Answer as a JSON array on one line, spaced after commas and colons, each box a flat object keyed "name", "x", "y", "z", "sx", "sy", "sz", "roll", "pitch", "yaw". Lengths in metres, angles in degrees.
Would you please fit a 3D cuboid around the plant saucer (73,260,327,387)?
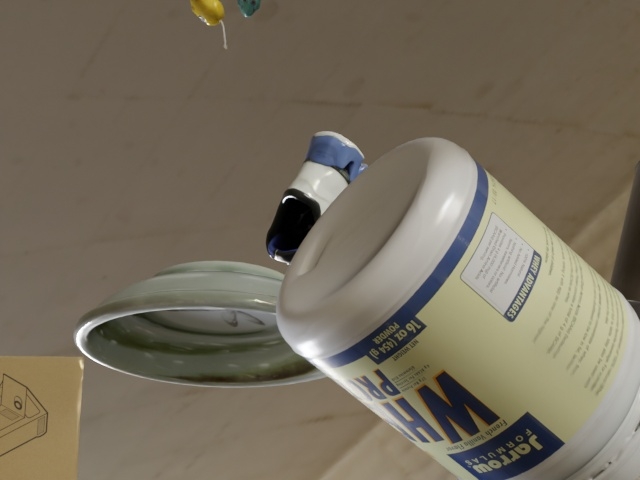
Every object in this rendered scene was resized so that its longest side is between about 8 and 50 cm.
[{"name": "plant saucer", "x": -0.138, "y": 0.111, "z": 1.421, "sx": 0.400, "sy": 0.101, "sz": 0.400, "roll": 0, "pitch": -23, "yaw": 0}]

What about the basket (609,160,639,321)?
[{"name": "basket", "x": 0.479, "y": 0.010, "z": 1.371, "sx": 0.227, "sy": 0.154, "sz": 0.204, "roll": -65, "pitch": 15, "yaw": -17}]

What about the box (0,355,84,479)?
[{"name": "box", "x": -0.389, "y": 0.217, "z": 1.212, "sx": 0.201, "sy": 0.164, "sz": 0.021, "roll": 3, "pitch": -21, "yaw": -12}]

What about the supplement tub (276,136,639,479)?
[{"name": "supplement tub", "x": 0.146, "y": 0.087, "z": 0.942, "sx": 0.235, "sy": 0.325, "sz": 0.235, "roll": -44, "pitch": 18, "yaw": 19}]

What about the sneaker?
[{"name": "sneaker", "x": 0.000, "y": -0.001, "z": 1.598, "sx": 0.182, "sy": 0.127, "sz": 0.315, "roll": -51, "pitch": -38, "yaw": -29}]

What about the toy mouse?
[{"name": "toy mouse", "x": -0.139, "y": -0.394, "z": 1.547, "sx": 0.143, "sy": 0.161, "sz": 0.031, "roll": -38, "pitch": -10, "yaw": -16}]
